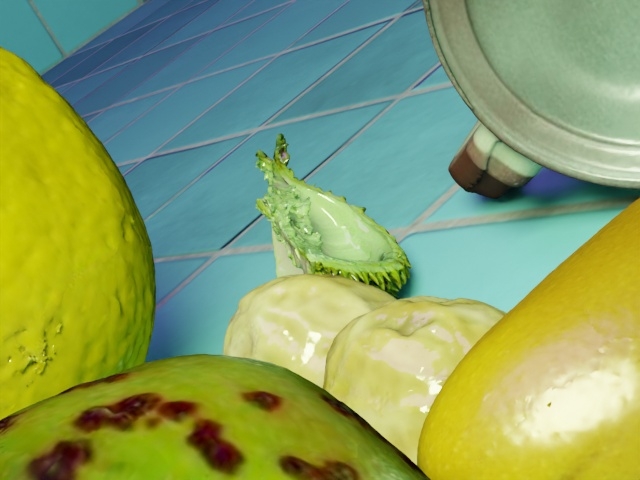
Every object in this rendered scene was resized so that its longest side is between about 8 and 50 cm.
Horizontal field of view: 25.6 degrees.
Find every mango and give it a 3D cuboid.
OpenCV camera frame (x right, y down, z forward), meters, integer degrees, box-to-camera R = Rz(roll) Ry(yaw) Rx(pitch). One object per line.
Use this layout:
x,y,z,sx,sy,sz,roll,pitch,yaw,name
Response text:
0.143,0.031,0.469,0.253,0.113,0.138,-21,29,-18,mango

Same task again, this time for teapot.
0.182,-0.156,0.863,0.315,0.233,0.312,-55,-1,26,teapot

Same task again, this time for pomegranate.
-0.050,0.146,0.386,0.263,0.211,0.211,-32,12,42,pomegranate

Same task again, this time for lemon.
-0.262,0.023,0.871,0.336,0.336,0.336,-29,17,10,lemon

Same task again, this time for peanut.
0.035,0.067,0.616,0.098,0.103,0.229,-25,15,-25,peanut

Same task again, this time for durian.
0.000,0.000,0.871,0.086,0.100,0.215,-28,23,1,durian
